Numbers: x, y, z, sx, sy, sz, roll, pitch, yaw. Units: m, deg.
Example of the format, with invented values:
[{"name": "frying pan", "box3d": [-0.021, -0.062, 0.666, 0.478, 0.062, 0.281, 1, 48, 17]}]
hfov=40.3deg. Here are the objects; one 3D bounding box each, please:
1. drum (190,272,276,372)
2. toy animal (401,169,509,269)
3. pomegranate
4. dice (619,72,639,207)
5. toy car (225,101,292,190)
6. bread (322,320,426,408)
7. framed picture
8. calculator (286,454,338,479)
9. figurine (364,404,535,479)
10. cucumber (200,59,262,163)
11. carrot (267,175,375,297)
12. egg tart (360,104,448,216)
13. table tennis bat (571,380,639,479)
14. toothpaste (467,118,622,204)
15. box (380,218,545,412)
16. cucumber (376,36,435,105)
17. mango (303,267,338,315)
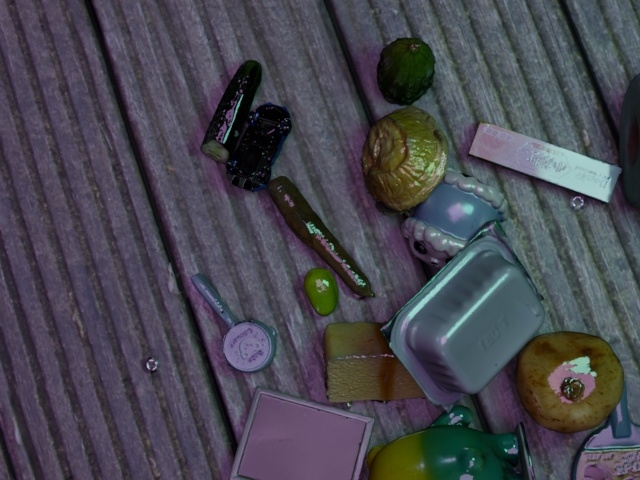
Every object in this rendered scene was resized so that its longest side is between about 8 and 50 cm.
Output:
[{"name": "drum", "box3d": [-0.181, 0.169, 1.913, 0.130, 0.049, 0.253, -24, 82, 4]}, {"name": "toy animal", "box3d": [0.279, -0.038, 1.828, 0.208, 0.156, 0.204, 25, 84, 12]}, {"name": "pomegranate", "box3d": [0.493, 0.277, 1.742, 0.215, 0.215, 0.215, -1, 84, 7]}, {"name": "dice", "box3d": [0.751, -0.201, 1.731, 0.263, 0.264, 0.268, 0, 84, 6]}, {"name": "toy car", "box3d": [-0.132, -0.206, 1.938, 0.103, 0.063, 0.216, 19, 73, 15]}, {"name": "bread", "box3d": [0.138, 0.251, 1.841, 0.266, 0.142, 0.178, -3, 71, -2]}, {"name": "framed picture", "box3d": [-0.039, 0.447, 1.865, 0.274, 0.017, 0.217, 16, 74, 8]}, {"name": "calculator", "box3d": [-0.045, 0.559, 1.862, 0.127, 0.034, 0.190, 24, 80, 8]}, {"name": "figurine", "box3d": [0.255, 0.483, 1.738, 0.340, 0.231, 0.323, -12, 53, 9]}, {"name": "cucumber", "box3d": [-0.195, -0.294, 1.951, 0.074, 0.074, 0.241, 21, 86, 8]}, {"name": "carrot", "box3d": [0.000, 0.000, 1.903, 0.070, 0.070, 0.342, -39, 83, 2]}, {"name": "egg tart", "box3d": [0.161, -0.178, 1.833, 0.232, 0.098, 0.252, -15, 64, 43]}, {"name": "table tennis bat", "box3d": [0.623, 0.456, 1.796, 0.215, 0.044, 0.329, -5, 85, 7]}, {"name": "toothpaste", "box3d": [0.475, -0.168, 1.862, 0.313, 0.071, 0.089, 21, 91, 8]}, {"name": "box", "box3d": [0.318, 0.166, 1.733, 0.337, 0.106, 0.264, -44, 115, -15]}, {"name": "cucumber", "box3d": [0.185, -0.371, 1.831, 0.134, 0.244, 0.134, 0, 85, 1]}, {"name": "mango", "box3d": [0.002, 0.112, 1.896, 0.073, 0.056, 0.108, -9, 95, 10]}]
